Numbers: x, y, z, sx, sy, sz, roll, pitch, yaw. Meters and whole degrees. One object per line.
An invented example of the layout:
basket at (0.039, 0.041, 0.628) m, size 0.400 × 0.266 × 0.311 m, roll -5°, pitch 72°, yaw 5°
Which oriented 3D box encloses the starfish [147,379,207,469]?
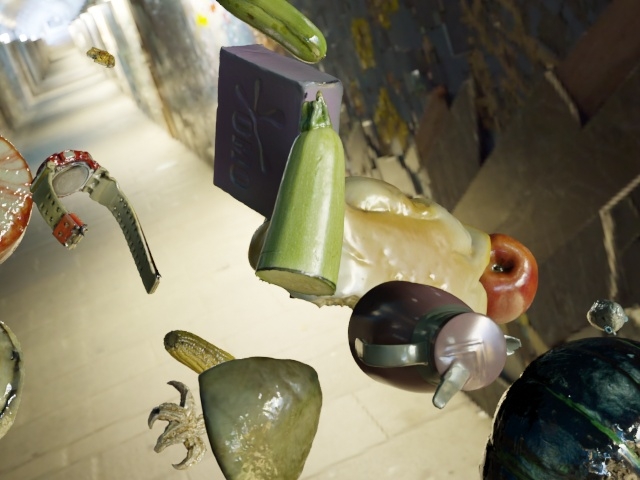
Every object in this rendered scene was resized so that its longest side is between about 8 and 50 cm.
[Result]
starfish at (-0.300, 0.398, 2.113) m, size 0.071 × 0.216 × 0.238 m, roll -26°, pitch -20°, yaw 16°

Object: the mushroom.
mushroom at (-0.079, 0.347, 1.721) m, size 0.211 × 0.217 × 0.292 m, roll -20°, pitch -28°, yaw -3°

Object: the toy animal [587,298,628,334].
toy animal at (0.652, 0.183, 2.213) m, size 0.070 × 0.079 × 0.253 m, roll -31°, pitch -16°, yaw 0°

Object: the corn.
corn at (-0.265, 0.264, 2.162) m, size 0.080 × 0.231 × 0.080 m, roll -15°, pitch 57°, yaw 25°

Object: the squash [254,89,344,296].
squash at (-0.013, -0.057, 1.056) m, size 0.094 × 0.224 × 0.094 m, roll 7°, pitch -11°, yaw 1°

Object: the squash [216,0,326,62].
squash at (-0.127, -0.505, 2.108) m, size 0.094 × 0.341 × 0.094 m, roll -56°, pitch -4°, yaw -5°

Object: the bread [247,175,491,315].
bread at (0.098, 0.038, 1.563) m, size 0.424 × 0.245 × 0.329 m, roll 19°, pitch 15°, yaw -31°

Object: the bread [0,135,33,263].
bread at (-0.733, -0.078, 1.925) m, size 0.114 × 0.295 × 0.328 m, roll -40°, pitch 29°, yaw 58°

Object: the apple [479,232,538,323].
apple at (0.422, 0.096, 2.344) m, size 0.218 × 0.218 × 0.201 m, roll -22°, pitch -23°, yaw -8°

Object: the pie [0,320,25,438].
pie at (-0.739, 0.298, 1.911) m, size 0.339 × 0.339 × 0.077 m, roll -17°, pitch -26°, yaw 6°

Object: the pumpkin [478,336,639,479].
pumpkin at (0.342, 0.269, 1.162) m, size 0.315 × 0.315 × 0.238 m, roll -26°, pitch 39°, yaw -21°

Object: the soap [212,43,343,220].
soap at (-0.084, -0.199, 1.823) m, size 0.107 × 0.296 × 0.285 m, roll -15°, pitch 30°, yaw -37°

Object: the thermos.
thermos at (0.125, 0.128, 1.198) m, size 0.176 × 0.146 × 0.265 m, roll -6°, pitch 1°, yaw -13°

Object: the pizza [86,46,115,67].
pizza at (-0.335, -0.281, 1.468) m, size 0.037 × 0.016 × 0.083 m, roll -6°, pitch 30°, yaw -32°

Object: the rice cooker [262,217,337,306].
rice cooker at (0.000, 0.000, 1.976) m, size 0.241 × 0.227 × 0.281 m, roll -10°, pitch 57°, yaw 41°

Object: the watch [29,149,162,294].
watch at (-0.372, -0.031, 1.574) m, size 0.164 × 0.268 × 0.102 m, roll 9°, pitch -49°, yaw -48°
